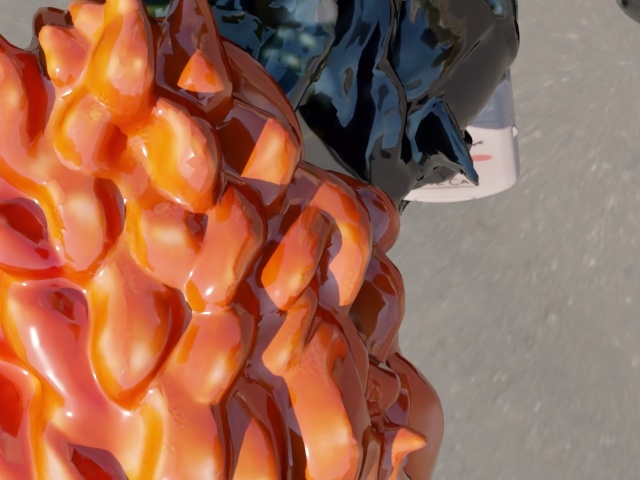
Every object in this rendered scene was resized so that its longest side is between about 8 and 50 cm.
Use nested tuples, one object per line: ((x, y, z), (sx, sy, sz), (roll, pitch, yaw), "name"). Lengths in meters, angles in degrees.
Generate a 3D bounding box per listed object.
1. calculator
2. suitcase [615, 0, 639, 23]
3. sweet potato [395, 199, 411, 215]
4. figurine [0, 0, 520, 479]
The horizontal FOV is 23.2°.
((0.068, -0.069, 0.934), (0.100, 0.175, 0.032), (-3, 67, 10), "calculator")
((0.372, -0.219, 1.048), (0.339, 0.352, 0.194), (19, 80, -34), "suitcase")
((0.005, 0.004, 1.477), (0.085, 0.286, 0.112), (42, 134, 24), "sweet potato")
((-0.044, -0.043, 0.608), (0.241, 0.306, 0.411), (7, 58, 26), "figurine")
